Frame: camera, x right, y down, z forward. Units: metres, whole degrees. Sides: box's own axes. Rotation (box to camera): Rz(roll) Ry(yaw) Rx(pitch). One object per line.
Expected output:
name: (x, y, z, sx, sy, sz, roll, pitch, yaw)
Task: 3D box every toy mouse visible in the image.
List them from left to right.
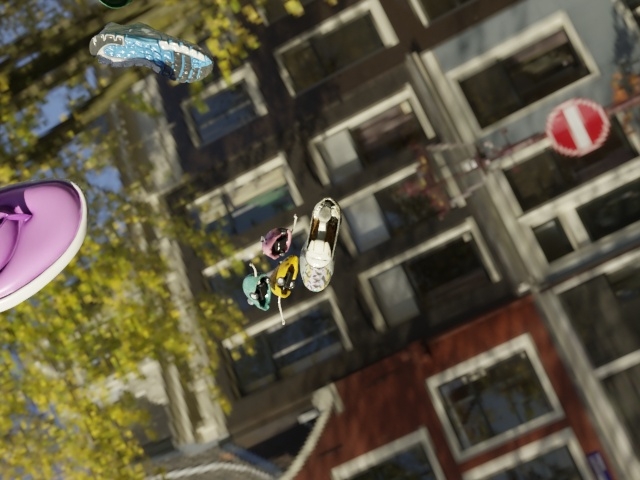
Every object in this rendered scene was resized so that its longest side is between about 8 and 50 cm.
toy mouse: (-0.075, 0.036, 1.477, 0.143, 0.031, 0.161, 9, -83, -64)

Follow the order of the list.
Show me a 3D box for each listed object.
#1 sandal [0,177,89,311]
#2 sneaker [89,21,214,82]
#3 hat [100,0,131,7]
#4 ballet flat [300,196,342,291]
sandal: (-0.497, 0.027, 1.365, 0.102, 0.416, 0.169, 67, -179, -67)
sneaker: (-0.256, -0.306, 1.658, 0.083, 0.191, 0.071, -79, 4, -48)
hat: (-0.229, -0.444, 1.624, 0.173, 0.183, 0.208, 73, -146, -52)
ballet flat: (0.000, 0.000, 1.190, 0.041, 0.041, 0.114, 49, -136, -50)
